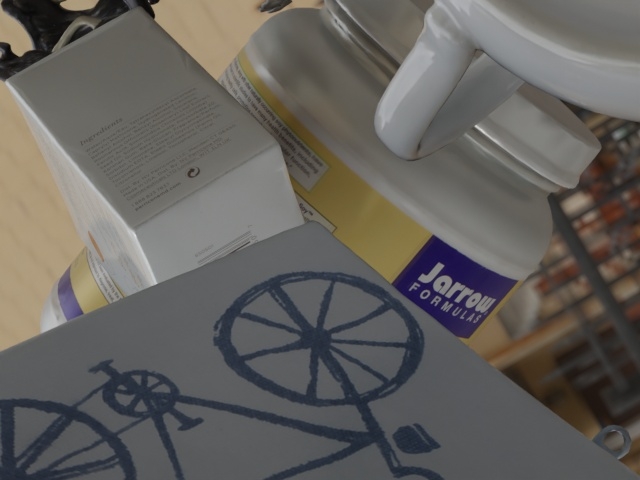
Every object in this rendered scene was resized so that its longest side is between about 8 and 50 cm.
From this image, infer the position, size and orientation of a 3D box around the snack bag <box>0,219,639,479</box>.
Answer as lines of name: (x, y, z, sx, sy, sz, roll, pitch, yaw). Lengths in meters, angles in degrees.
snack bag: (-0.008, 0.132, 0.668, 0.342, 0.323, 0.037, 37, 134, 33)

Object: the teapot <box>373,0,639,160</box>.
teapot: (0.145, -0.155, 0.705, 0.187, 0.256, 0.253, 1, -89, -74)

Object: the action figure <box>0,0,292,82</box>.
action figure: (-0.082, -0.194, 1.093, 0.141, 0.276, 0.164, 30, -161, -19)

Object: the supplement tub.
supplement tub: (0.000, 0.000, 1.198, 0.241, 0.331, 0.241, 37, -167, -10)

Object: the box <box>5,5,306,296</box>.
box: (-0.083, -0.026, 1.006, 0.170, 0.091, 0.130, 46, 163, 44)
